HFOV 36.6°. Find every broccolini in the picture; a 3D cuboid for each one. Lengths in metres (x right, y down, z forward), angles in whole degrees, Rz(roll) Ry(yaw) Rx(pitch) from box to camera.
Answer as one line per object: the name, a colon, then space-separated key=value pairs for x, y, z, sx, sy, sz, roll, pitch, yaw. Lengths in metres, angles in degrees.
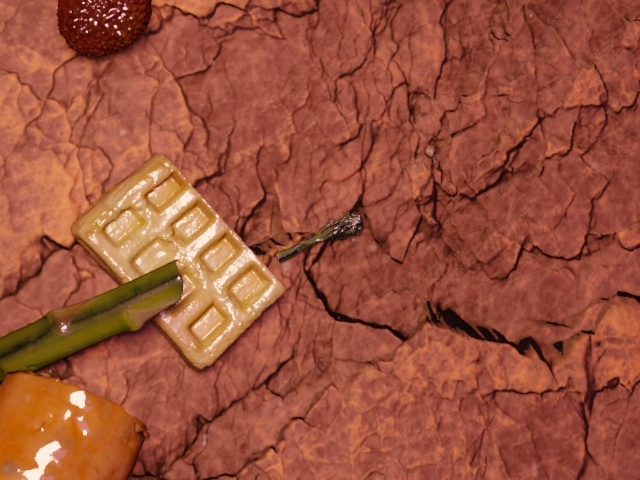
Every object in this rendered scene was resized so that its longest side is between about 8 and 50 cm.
broccolini: x=0.000 y=0.000 z=1.396 sx=0.140 sy=0.030 sz=0.035 roll=-28 pitch=129 yaw=-14

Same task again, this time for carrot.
carrot: x=-0.367 y=0.334 z=1.143 sx=0.224 sy=0.224 sz=0.341 roll=28 pitch=69 yaw=-13

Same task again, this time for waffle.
waffle: x=-0.189 y=0.029 z=1.312 sx=0.168 sy=0.057 sz=0.274 roll=-43 pitch=98 yaw=-16

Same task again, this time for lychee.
lychee: x=-0.288 y=-0.303 z=1.283 sx=0.123 sy=0.123 sz=0.129 roll=25 pitch=85 yaw=-14

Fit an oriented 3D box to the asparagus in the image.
asparagus: x=-0.297 y=0.106 z=1.236 sx=0.277 sy=0.060 sz=0.067 roll=-22 pitch=94 yaw=-3
